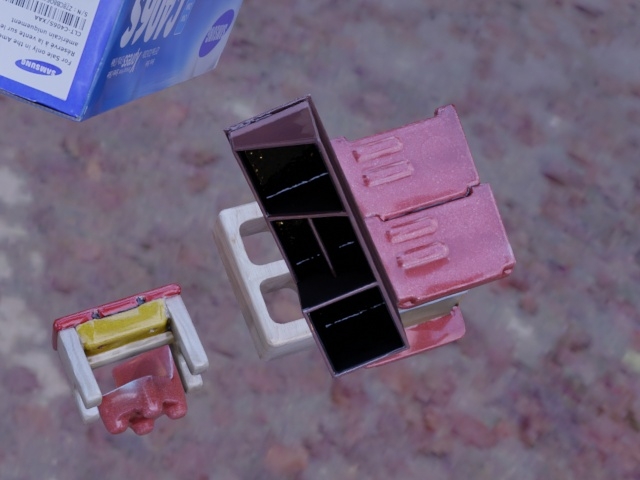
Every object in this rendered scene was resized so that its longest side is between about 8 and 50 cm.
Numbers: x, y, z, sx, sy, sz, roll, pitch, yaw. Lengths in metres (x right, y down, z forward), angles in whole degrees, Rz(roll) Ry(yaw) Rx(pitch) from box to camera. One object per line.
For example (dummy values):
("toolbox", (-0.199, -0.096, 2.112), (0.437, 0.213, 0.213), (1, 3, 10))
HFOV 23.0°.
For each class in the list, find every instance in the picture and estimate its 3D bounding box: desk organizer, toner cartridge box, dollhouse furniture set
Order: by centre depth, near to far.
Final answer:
("toner cartridge box", (-0.138, -0.135, 0.762), (0.165, 0.075, 0.348), (24, 11, 1))
("desk organizer", (0.000, 0.000, 0.780), (0.047, 0.130, 0.050), (-22, 28, 4))
("dollhouse furniture set", (-0.045, 0.037, 1.310), (0.374, 0.201, 0.152), (-16, 73, -16))
